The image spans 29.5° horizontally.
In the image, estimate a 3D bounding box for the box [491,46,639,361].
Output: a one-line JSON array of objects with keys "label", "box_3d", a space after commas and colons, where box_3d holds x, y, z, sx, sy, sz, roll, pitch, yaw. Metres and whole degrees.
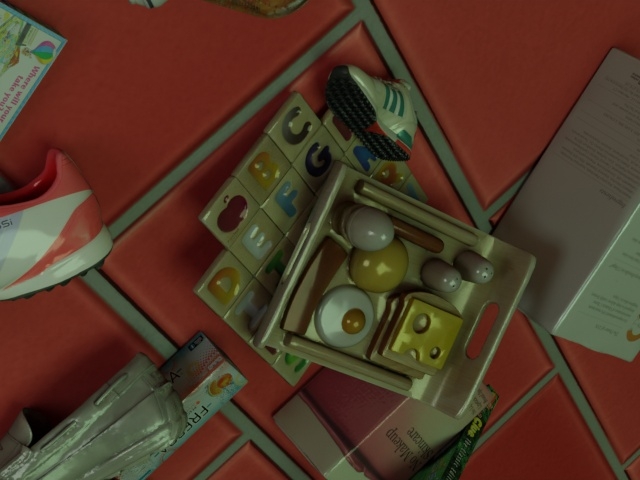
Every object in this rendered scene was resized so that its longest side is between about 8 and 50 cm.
[{"label": "box", "box_3d": [0.396, -0.040, 1.590, 0.215, 0.168, 0.345, 20, 106, -46]}]

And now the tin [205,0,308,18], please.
[{"label": "tin", "box_3d": [-0.075, -0.272, 1.134, 0.190, 0.040, 0.106, 9, 119, -42]}]

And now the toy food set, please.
[{"label": "toy food set", "box_3d": [0.090, 0.064, 1.371, 0.306, 0.092, 0.219, 24, 91, -31]}]

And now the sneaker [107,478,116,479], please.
[{"label": "sneaker", "box_3d": [-0.232, 0.316, 1.412, 0.069, 0.084, 0.185, -50, 137, 3]}]

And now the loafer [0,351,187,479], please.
[{"label": "loafer", "box_3d": [-0.297, 0.232, 1.294, 0.319, 0.111, 0.112, -29, 177, -5]}]

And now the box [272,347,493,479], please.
[{"label": "box", "box_3d": [0.083, 0.214, 1.558, 0.232, 0.127, 0.148, -43, 138, -5]}]

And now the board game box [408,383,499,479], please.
[{"label": "board game box", "box_3d": [0.143, 0.298, 1.595, 0.136, 0.030, 0.259, -33, -169, 39]}]

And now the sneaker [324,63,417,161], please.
[{"label": "sneaker", "box_3d": [0.060, -0.154, 1.314, 0.161, 0.057, 0.075, 46, 56, -46]}]

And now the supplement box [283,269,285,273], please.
[{"label": "supplement box", "box_3d": [-0.051, 0.063, 1.397, 0.055, 0.043, 0.083, -46, 137, -6]}]

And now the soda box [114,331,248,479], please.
[{"label": "soda box", "box_3d": [-0.174, 0.194, 1.382, 0.183, 0.063, 0.058, -43, 138, -4]}]

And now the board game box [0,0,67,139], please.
[{"label": "board game box", "box_3d": [-0.305, -0.138, 1.055, 0.103, 0.026, 0.154, 28, 101, -47]}]

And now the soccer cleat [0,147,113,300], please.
[{"label": "soccer cleat", "box_3d": [-0.348, 0.023, 1.100, 0.318, 0.109, 0.116, -26, 116, -21]}]

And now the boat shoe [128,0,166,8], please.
[{"label": "boat shoe", "box_3d": [-0.224, -0.268, 0.975, 0.088, 0.096, 0.267, -43, 137, 2]}]

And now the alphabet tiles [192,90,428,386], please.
[{"label": "alphabet tiles", "box_3d": [0.000, 0.000, 1.370, 0.285, 0.011, 0.342, -53, 139, -12]}]
